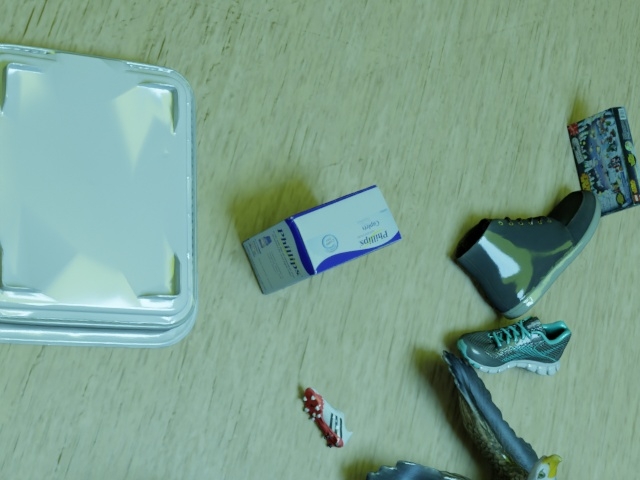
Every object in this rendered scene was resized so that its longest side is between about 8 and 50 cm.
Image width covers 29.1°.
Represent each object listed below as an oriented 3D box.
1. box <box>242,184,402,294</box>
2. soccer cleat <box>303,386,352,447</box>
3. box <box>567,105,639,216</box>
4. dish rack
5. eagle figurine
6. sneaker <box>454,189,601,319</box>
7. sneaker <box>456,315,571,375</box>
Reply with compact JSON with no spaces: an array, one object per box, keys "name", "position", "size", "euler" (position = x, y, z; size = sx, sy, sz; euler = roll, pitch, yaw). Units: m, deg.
[{"name":"box","position":[0.000,0.000,1.420],"size":[0.126,0.137,0.072],"euler":[-22,89,-31]},{"name":"soccer cleat","position":[0.009,0.204,1.444],"size":[0.036,0.029,0.083],"euler":[-37,100,-39]},{"name":"box","position":[0.390,-0.105,1.684],"size":[0.027,0.094,0.137],"euler":[-7,82,-30]},{"name":"dish rack","position":[-0.255,-0.055,1.335],"size":[0.286,0.072,0.332],"euler":[5,75,-27]},{"name":"eagle figurine","position":[0.222,0.297,1.475],"size":[0.298,0.225,0.226],"euler":[27,19,10]},{"name":"sneaker","position":[0.275,-0.014,1.607],"size":[0.118,0.083,0.222],"euler":[47,63,-11]},{"name":"sneaker","position":[0.247,0.124,1.556],"size":[0.167,0.076,0.065],"euler":[4,39,-32]}]
